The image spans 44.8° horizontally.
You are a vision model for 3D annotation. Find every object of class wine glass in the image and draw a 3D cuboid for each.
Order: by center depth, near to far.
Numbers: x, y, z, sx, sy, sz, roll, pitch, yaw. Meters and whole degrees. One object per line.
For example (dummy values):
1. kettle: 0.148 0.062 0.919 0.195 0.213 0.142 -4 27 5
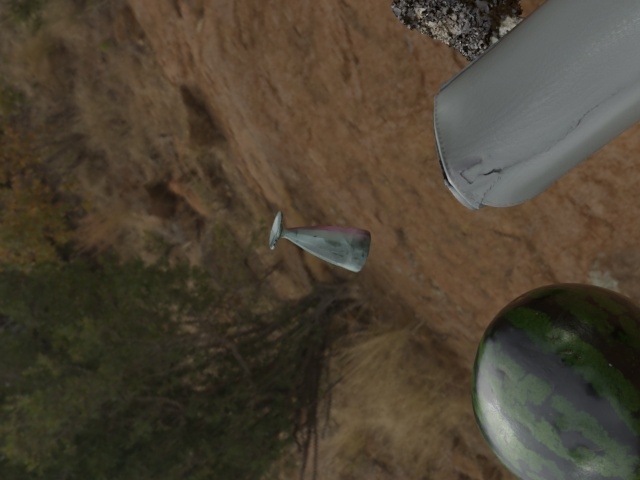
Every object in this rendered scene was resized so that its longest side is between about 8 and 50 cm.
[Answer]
1. wine glass: 0.000 0.000 1.256 0.155 0.073 0.073 15 170 -16

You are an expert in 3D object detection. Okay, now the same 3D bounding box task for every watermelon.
1. watermelon: 0.343 0.197 1.025 0.285 0.285 0.285 45 161 20

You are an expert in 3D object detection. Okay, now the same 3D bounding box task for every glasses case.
1. glasses case: 0.217 -0.148 0.574 0.083 0.308 0.128 29 -147 -39

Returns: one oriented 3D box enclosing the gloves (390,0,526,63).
1. gloves: 0.274 -0.391 1.388 0.312 0.135 0.210 31 -164 8
